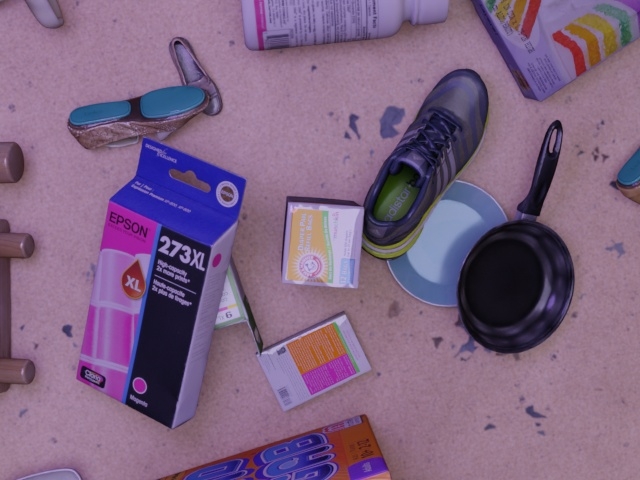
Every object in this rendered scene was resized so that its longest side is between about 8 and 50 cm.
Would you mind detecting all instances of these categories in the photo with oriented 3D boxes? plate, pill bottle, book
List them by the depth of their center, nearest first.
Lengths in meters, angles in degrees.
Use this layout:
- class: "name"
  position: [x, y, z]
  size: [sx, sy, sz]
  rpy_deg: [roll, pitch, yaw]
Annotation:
- class: "pill bottle"
  position: [0.029, -0.356, 1.731]
  size: [0.283, 0.160, 0.160]
  rpy_deg: [-6, 94, -3]
- class: "book"
  position: [-0.009, 0.178, 1.826]
  size: [0.144, 0.035, 0.096]
  rpy_deg: [-25, 97, 0]
- class: "plate"
  position: [0.186, 0.003, 1.827]
  size: [0.188, 0.024, 0.188]
  rpy_deg: [0, 93, -2]

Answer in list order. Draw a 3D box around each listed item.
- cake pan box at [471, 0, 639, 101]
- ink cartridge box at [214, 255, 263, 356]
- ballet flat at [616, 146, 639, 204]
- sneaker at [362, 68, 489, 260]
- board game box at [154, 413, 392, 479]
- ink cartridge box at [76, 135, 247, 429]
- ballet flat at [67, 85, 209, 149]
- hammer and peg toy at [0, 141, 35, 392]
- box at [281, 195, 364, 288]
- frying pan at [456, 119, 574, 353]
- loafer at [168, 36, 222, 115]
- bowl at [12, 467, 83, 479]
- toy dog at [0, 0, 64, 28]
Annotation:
- class: "cake pan box"
  position: [0.340, -0.372, 1.765]
  size: [0.246, 0.070, 0.266]
  rpy_deg: [-32, 107, -2]
- class: "ink cartridge box"
  position: [-0.144, 0.069, 1.775]
  size: [0.062, 0.109, 0.209]
  rpy_deg: [-19, 94, -1]
- class: "ballet flat"
  position: [0.523, -0.149, 1.817]
  size: [0.073, 0.080, 0.232]
  rpy_deg: [39, 94, -32]
- class: "sneaker"
  position: [0.150, -0.113, 1.753]
  size: [0.111, 0.121, 0.300]
  rpy_deg: [27, 82, 8]
- class: "board game box"
  position: [-0.040, 0.485, 1.679]
  size: [0.357, 0.356, 0.356]
  rpy_deg: [-17, 94, -2]
- class: "ink cartridge box"
  position: [-0.222, 0.060, 1.711]
  size: [0.176, 0.069, 0.370]
  rpy_deg: [23, 110, 23]
- class: "ballet flat"
  position: [-0.256, -0.172, 1.782]
  size: [0.206, 0.073, 0.067]
  rpy_deg: [-8, 137, 5]
- class: "hammer and peg toy"
  position: [-0.499, 0.047, 1.686]
  size: [0.127, 0.266, 0.361]
  rpy_deg: [1, 94, 16]
- class: "box"
  position: [0.000, 0.000, 1.729]
  size: [0.103, 0.203, 0.114]
  rpy_deg: [4, 93, -2]
- class: "frying pan"
  position: [0.268, 0.003, 1.783]
  size: [0.197, 0.053, 0.326]
  rpy_deg: [-14, 104, -20]
- class: "loafer"
  position: [-0.182, -0.235, 1.790]
  size: [0.045, 0.039, 0.125]
  rpy_deg: [-29, 94, 0]
- class: "bowl"
  position: [-0.398, 0.403, 1.813]
  size: [0.142, 0.053, 0.142]
  rpy_deg: [-15, 95, -1]
- class: "toy dog"
  position: [-0.614, -0.380, 1.651]
  size: [0.408, 0.284, 0.395]
  rpy_deg: [-25, 81, -1]
